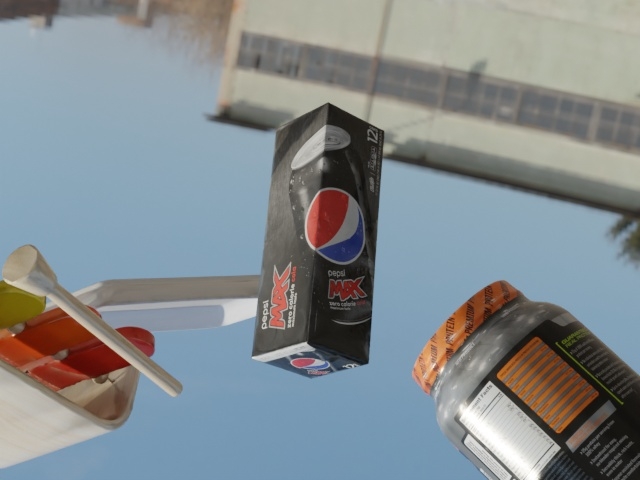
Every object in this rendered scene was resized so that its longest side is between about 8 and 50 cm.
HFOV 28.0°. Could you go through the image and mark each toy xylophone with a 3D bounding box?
[{"bbox_3d":[-0.239,0.072,0.928,0.236,0.081,0.323,-16,144,16],"label":"toy xylophone"}]

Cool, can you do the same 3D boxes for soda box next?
[{"bbox_3d":[0.000,0.000,0.837,0.053,0.169,0.060,22,151,-36],"label":"soda box"}]

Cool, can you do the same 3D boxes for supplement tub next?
[{"bbox_3d":[0.259,0.200,1.363,0.316,0.194,0.193,45,-155,21],"label":"supplement tub"}]

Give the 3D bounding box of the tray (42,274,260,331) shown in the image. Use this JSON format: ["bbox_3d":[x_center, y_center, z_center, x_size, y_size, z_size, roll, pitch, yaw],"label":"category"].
[{"bbox_3d":[-0.141,0.059,1.193,0.145,0.030,0.270,-21,166,40],"label":"tray"}]
